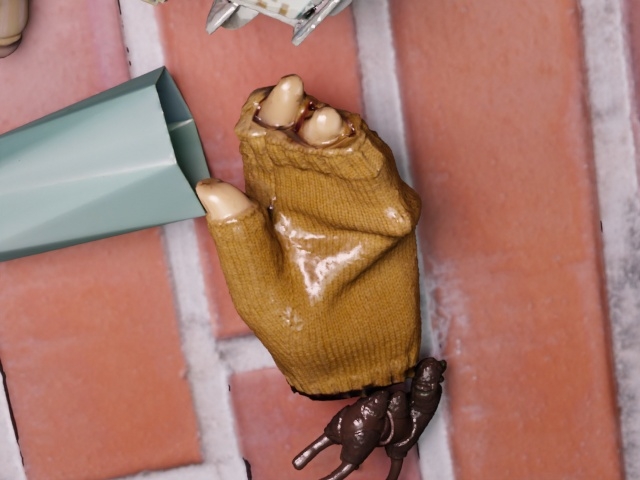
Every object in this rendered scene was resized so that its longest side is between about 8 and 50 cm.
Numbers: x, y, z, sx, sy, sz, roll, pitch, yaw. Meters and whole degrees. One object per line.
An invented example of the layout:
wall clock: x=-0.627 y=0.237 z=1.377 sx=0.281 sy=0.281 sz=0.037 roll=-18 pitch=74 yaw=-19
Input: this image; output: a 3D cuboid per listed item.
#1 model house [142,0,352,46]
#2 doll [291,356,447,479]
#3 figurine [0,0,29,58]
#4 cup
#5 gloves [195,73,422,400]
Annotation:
model house: x=-0.061 y=-0.284 z=1.293 sx=0.215 sy=0.224 sz=0.198 roll=20 pitch=106 yaw=-6
doll: x=0.065 y=0.185 z=1.520 sx=0.139 sy=0.057 sz=0.165 roll=13 pitch=116 yaw=-51
figurine: x=-0.284 y=-0.318 z=1.242 sx=0.248 sy=0.203 sz=0.380 roll=11 pitch=132 yaw=-11
cup: x=-0.232 y=-0.055 z=1.394 sx=0.236 sy=0.148 sz=0.134 roll=-20 pitch=106 yaw=6
gloves: x=-0.002 y=-0.002 z=1.417 sx=0.203 sy=0.155 sz=0.356 roll=-14 pitch=129 yaw=-4
